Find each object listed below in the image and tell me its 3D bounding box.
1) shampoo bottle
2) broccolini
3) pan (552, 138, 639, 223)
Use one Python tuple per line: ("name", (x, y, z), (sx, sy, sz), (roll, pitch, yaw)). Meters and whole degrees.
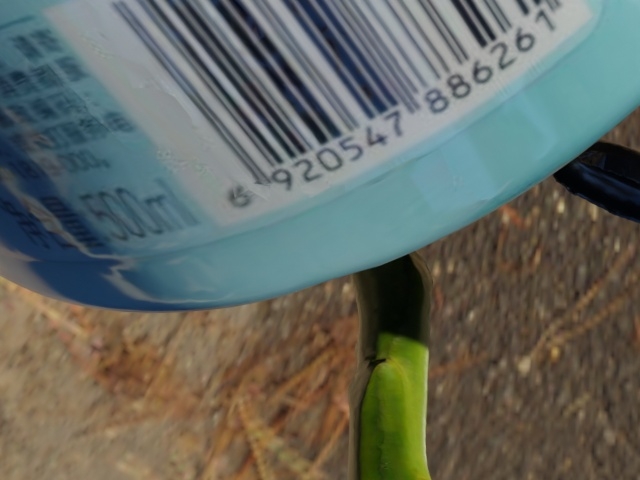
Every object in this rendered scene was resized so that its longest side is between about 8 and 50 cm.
("shampoo bottle", (-0.068, -0.200, 0.516), (0.331, 0.331, 0.343), (-23, 131, 17))
("broccolini", (0.001, 0.004, 0.755), (0.074, 0.392, 0.079), (-25, 124, 21))
("pan", (0.260, -0.012, 1.370), (0.212, 0.115, 0.040), (33, 82, -9))
